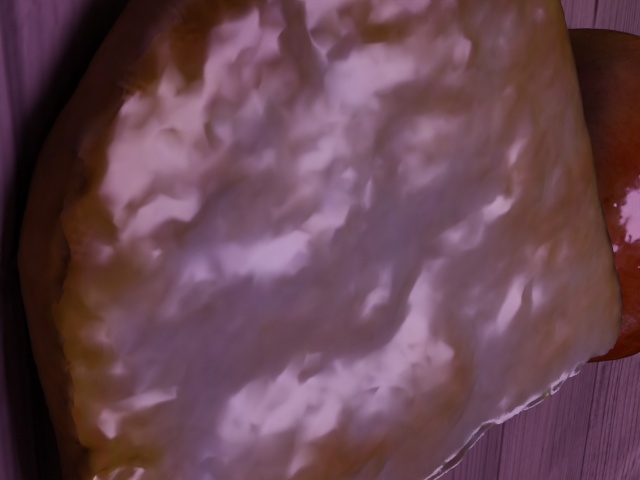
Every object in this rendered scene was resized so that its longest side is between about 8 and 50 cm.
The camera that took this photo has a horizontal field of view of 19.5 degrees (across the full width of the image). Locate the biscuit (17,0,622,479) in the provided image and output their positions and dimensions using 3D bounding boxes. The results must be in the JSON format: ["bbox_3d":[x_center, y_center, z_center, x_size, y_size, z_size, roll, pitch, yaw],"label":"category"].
[{"bbox_3d":[-0.001,0.000,1.107,0.429,0.104,0.446,-37,131,-24],"label":"biscuit"}]

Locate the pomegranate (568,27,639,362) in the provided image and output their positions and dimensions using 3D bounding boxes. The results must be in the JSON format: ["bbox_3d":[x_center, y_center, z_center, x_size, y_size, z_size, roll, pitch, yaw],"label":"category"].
[{"bbox_3d":[0.188,-0.044,1.416,0.270,0.229,0.252,32,90,-42],"label":"pomegranate"}]
